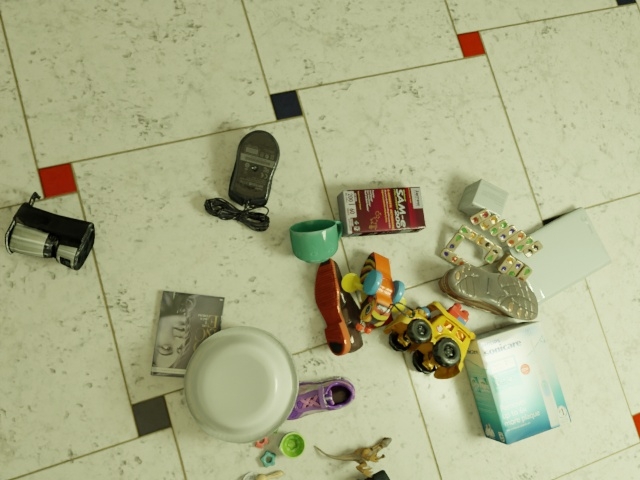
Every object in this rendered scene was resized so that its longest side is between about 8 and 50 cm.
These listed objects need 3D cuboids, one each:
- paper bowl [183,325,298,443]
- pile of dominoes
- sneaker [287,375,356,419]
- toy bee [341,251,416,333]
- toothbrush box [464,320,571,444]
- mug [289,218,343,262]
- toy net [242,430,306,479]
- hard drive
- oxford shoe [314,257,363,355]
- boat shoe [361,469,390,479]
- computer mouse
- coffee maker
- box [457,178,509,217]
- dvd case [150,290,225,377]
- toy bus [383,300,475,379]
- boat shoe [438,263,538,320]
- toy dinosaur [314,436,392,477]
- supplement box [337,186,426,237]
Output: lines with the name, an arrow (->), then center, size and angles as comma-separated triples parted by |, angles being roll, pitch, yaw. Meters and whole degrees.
paper bowl -> -0.196, 0.356, 1.369 | 0.284, 0.148, 0.284 | 0, 79, -2
pile of dominoes -> 0.513, 0.035, 1.625 | 0.251, 0.040, 0.196 | 31, 105, -9
sneaker -> -0.009, 0.420, 1.462 | 0.237, 0.104, 0.095 | -10, 84, -13
toy bee -> 0.139, 0.159, 1.483 | 0.195, 0.298, 0.162 | 34, 111, 1
toothbrush box -> 0.554, 0.400, 1.580 | 0.217, 0.126, 0.295 | -12, 82, -14
mug -> -0.002, 0.003, 1.517 | 0.158, 0.129, 0.097 | -9, 107, -9
toy net -> -0.145, 0.586, 1.434 | 0.122, 0.045, 0.232 | 38, 75, -4
hard drive -> 0.745, 0.047, 1.726 | 0.308, 0.040, 0.203 | -26, 87, -15
oxford shoe -> 0.055, 0.180, 1.537 | 0.098, 0.097, 0.271 | -2, 79, -39
boat shoe -> 0.260, 0.813, 1.418 | 0.156, 0.187, 0.500 | -39, 85, -10
computer mouse -> -0.201, -0.175, 1.542 | 0.189, 0.072, 0.272 | 18, 90, -11
coffee maker -> -0.666, -0.025, 1.382 | 0.178, 0.120, 0.171 | 16, 77, -10
box -> 0.492, -0.117, 1.664 | 0.101, 0.102, 0.087 | 26, 75, -8
dvd case -> -0.349, 0.251, 1.458 | 0.165, 0.018, 0.221 | 8, 79, -12
toy bus -> 0.322, 0.248, 1.554 | 0.220, 0.149, 0.211 | 40, 62, -1
boat shoe -> 0.493, 0.155, 1.616 | 0.325, 0.116, 0.123 | 24, 69, -16
toy dinosaur -> 0.102, 0.581, 1.473 | 0.212, 0.112, 0.064 | -4, 95, -19
supplement box -> 0.177, -0.083, 1.604 | 0.240, 0.073, 0.130 | -5, 81, -14
